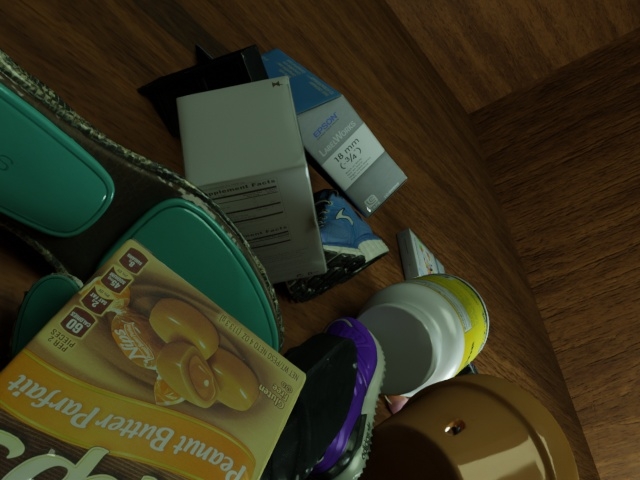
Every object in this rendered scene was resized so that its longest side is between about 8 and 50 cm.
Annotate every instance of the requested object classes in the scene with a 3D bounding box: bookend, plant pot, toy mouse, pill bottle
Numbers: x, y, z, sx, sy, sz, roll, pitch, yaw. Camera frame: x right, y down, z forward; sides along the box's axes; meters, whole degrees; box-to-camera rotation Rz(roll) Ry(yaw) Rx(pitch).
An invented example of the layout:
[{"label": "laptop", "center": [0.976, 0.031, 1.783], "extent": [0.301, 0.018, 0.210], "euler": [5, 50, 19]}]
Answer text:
[{"label": "bookend", "center": [-0.139, -0.167, 1.007], "extent": [0.072, 0.157, 0.156], "euler": [-63, 137, -63]}, {"label": "plant pot", "center": [0.174, 0.337, 1.001], "extent": [0.203, 0.291, 0.290], "euler": [3, 62, -47]}, {"label": "toy mouse", "center": [0.155, 0.315, 1.270], "extent": [0.161, 0.031, 0.143], "euler": [66, 22, 3]}, {"label": "pill bottle", "center": [0.169, 0.161, 1.261], "extent": [0.334, 0.188, 0.187], "euler": [-6, 72, -66]}]

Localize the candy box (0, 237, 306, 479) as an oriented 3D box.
[{"label": "candy box", "center": [-0.147, 0.158, 0.481], "extent": [0.183, 0.087, 0.316], "euler": [39, 36, -7]}]

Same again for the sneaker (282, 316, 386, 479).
[{"label": "sneaker", "center": [0.007, 0.180, 0.992], "extent": [0.146, 0.102, 0.293], "euler": [52, 25, -25]}]

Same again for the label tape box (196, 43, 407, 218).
[{"label": "label tape box", "center": [-0.025, -0.212, 1.218], "extent": [0.334, 0.106, 0.240], "euler": [44, 2, -43]}]

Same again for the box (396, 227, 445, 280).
[{"label": "box", "center": [0.247, 0.077, 1.722], "extent": [0.186, 0.038, 0.145], "euler": [42, 31, -41]}]

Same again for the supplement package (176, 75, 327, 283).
[{"label": "supplement package", "center": [-0.078, -0.061, 0.899], "extent": [0.244, 0.134, 0.139], "euler": [79, -1, -58]}]

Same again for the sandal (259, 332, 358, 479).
[{"label": "sandal", "center": [-0.043, 0.221, 0.683], "extent": [0.446, 0.107, 0.167], "euler": [-41, 137, -55]}]

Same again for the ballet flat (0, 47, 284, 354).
[{"label": "ballet flat", "center": [-0.211, -0.034, 0.706], "extent": [0.483, 0.164, 0.182], "euler": [45, 3, -36]}]

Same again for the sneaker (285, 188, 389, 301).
[{"label": "sneaker", "center": [0.000, 0.000, 1.179], "extent": [0.147, 0.130, 0.330], "euler": [55, 15, 7]}]

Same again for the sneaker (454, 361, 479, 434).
[{"label": "sneaker", "center": [0.320, 0.333, 1.533], "extent": [0.283, 0.107, 0.124], "euler": [67, 16, 7]}]

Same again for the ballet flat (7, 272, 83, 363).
[{"label": "ballet flat", "center": [-0.207, 0.148, 0.608], "extent": [0.077, 0.091, 0.241], "euler": [88, -10, -70]}]
